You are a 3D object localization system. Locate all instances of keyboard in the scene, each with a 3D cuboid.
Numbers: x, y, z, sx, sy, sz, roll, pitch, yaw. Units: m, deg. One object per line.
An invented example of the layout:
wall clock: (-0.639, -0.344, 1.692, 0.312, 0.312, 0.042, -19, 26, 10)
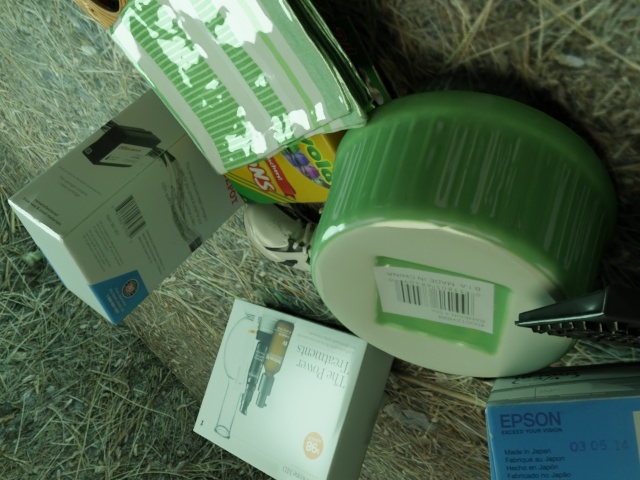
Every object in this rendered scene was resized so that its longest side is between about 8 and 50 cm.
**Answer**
keyboard: (0.341, 0.075, 0.560, 0.317, 0.033, 0.201, 9, 161, -20)

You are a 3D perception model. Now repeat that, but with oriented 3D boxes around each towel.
towel: (-0.104, -0.194, 0.763, 0.248, 0.038, 0.324, 53, 151, -17)

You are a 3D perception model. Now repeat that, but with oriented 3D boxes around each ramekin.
ramekin: (0.136, 0.011, 0.715, 0.303, 0.148, 0.303, 16, 145, 11)

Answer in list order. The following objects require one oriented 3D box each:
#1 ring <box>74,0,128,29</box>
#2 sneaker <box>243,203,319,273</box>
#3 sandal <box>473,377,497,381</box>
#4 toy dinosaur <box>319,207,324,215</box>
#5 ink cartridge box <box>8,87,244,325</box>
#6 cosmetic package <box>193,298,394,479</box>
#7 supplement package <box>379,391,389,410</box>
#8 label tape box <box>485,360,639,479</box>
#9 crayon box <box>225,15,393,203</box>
ring: (-0.322, -0.388, 0.880, 0.336, 0.032, 0.337, 42, 165, 14)
sneaker: (0.000, 0.000, 1.027, 0.235, 0.094, 0.153, 42, 152, -1)
sandal: (0.244, 0.183, 1.023, 0.180, 0.049, 0.072, 6, 137, 49)
toy dinosaur: (0.071, 0.005, 0.911, 0.053, 0.093, 0.183, -22, 149, 29)
ink cartridge box: (-0.269, -0.062, 1.052, 0.129, 0.307, 0.223, 30, 151, 26)
cosmetic package: (-0.061, 0.287, 1.317, 0.377, 0.285, 0.097, 10, 173, 45)
supplement package: (0.038, 0.358, 1.409, 0.105, 0.179, 0.105, 39, 153, 2)
label tape box: (0.306, 0.183, 0.722, 0.240, 0.106, 0.333, -8, 175, 17)
crayon box: (-0.042, -0.147, 0.877, 0.318, 0.081, 0.202, 1, 132, 51)
